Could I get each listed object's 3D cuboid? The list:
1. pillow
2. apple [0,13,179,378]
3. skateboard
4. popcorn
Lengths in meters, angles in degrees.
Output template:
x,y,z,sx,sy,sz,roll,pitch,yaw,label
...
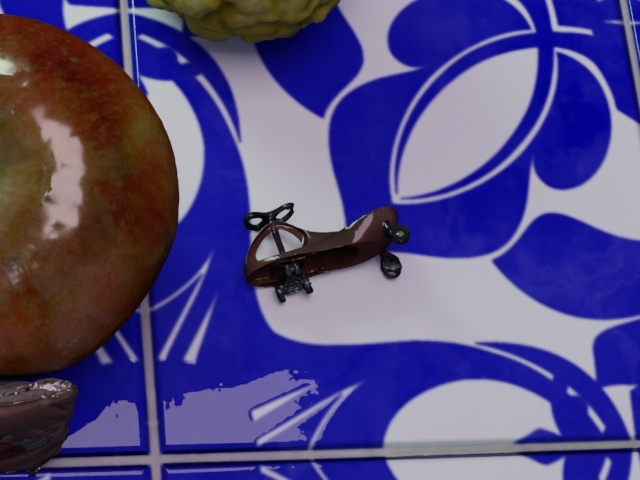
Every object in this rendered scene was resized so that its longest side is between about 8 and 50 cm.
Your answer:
x,y,z,sx,sy,sz,roll,pitch,yaw,label
-0.318,0.155,1.533,0.248,0.135,0.049,-6,57,-16,pillow
-0.249,-0.033,1.579,0.301,0.301,0.301,5,66,-12,apple
0.000,0.000,1.725,0.151,0.067,0.080,-14,61,-15,skateboard
-0.064,-0.303,1.751,0.249,0.225,0.249,4,71,-12,popcorn
